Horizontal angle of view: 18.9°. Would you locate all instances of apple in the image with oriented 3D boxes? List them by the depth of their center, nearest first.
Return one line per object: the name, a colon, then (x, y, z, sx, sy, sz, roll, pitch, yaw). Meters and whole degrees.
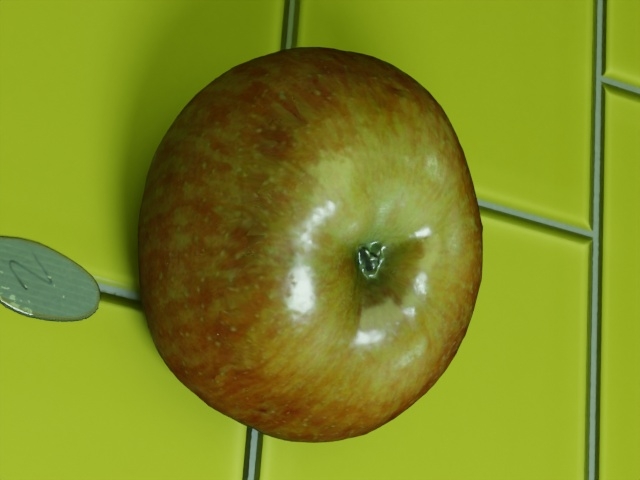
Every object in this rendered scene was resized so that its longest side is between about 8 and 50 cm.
apple: (0.000, 0.000, 1.518, 0.277, 0.250, 0.309, -23, 87, -34)

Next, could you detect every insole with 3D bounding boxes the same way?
insole: (-0.259, 0.021, 1.512, 0.188, 0.004, 0.064, 16, 64, -23)
